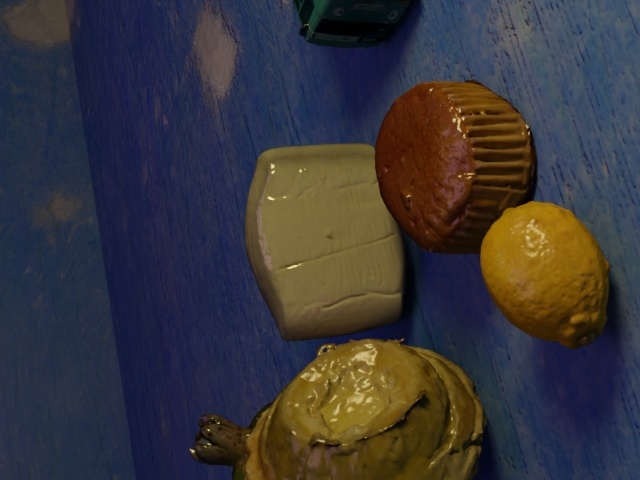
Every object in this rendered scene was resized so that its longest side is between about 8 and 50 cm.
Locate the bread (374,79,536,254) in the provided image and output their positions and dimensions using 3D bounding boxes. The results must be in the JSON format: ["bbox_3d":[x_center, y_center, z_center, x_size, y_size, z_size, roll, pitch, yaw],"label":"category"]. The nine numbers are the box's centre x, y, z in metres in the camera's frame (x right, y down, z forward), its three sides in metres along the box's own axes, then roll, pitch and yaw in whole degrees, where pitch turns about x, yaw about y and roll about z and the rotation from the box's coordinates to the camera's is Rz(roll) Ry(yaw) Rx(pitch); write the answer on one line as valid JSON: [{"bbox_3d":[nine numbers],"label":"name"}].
[{"bbox_3d":[0.137,-0.082,1.040,0.199,0.104,0.199,5,96,63],"label":"bread"}]

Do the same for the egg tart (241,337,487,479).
[{"bbox_3d":[0.041,0.204,1.061,0.290,0.290,0.115,44,156,54],"label":"egg tart"}]

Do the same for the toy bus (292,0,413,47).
[{"bbox_3d":[0.021,-0.373,1.217,0.147,0.128,0.256,122,140,-52],"label":"toy bus"}]

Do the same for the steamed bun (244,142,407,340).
[{"bbox_3d":[0.000,0.000,1.224,0.155,0.200,0.250,180,81,-78],"label":"steamed bun"}]

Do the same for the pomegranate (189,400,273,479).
[{"bbox_3d":[-0.063,0.311,1.352,0.202,0.248,0.202,-61,13,24],"label":"pomegranate"}]

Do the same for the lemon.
[{"bbox_3d":[0.214,0.033,0.890,0.155,0.114,0.114,66,148,22],"label":"lemon"}]
